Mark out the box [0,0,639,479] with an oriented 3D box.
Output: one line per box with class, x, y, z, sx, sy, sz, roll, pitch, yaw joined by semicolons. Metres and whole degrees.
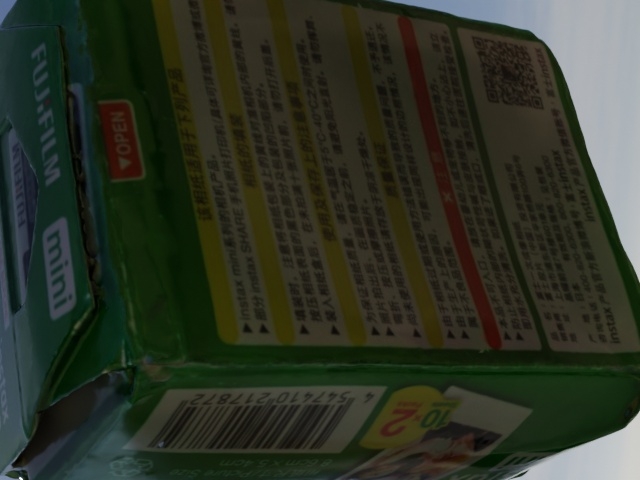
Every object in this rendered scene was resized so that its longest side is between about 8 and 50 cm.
box;0.000;0.000;0.493;0.250;0.103;0.180;5;-119;-34
